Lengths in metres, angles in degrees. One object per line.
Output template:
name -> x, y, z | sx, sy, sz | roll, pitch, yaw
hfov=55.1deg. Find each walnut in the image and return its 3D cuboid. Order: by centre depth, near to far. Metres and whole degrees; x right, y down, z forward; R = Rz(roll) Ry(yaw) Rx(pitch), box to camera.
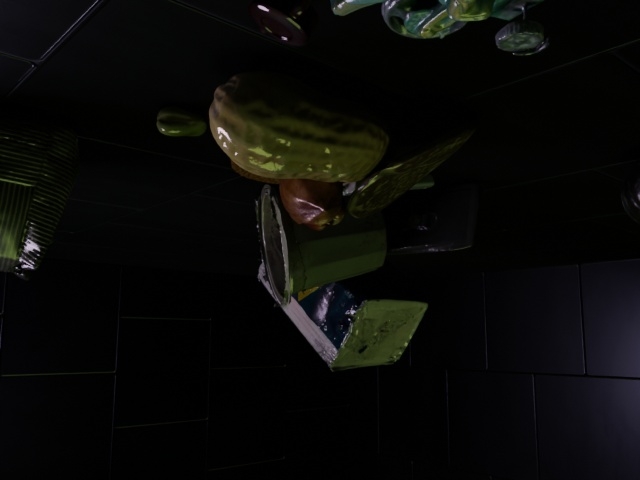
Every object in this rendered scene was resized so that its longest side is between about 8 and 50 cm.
walnut -> -0.011, -0.078, 0.991 | 0.115, 0.116, 0.207 | 2, -163, -13

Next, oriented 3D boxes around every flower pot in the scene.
flower pot -> 0.000, 0.000, 1.398 | 0.258, 0.291, 0.290 | -8, 174, -17

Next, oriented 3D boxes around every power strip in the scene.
power strip -> 0.127, -0.113, 1.249 | 0.252, 0.027, 0.060 | -7, 178, -33

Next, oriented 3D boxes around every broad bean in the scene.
broad bean -> -0.209, -0.178, 0.936 | 0.063, 0.045, 0.083 | -4, 178, 33

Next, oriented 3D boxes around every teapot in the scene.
teapot -> -0.035, -0.228, 0.613 | 0.067, 0.045, 0.100 | 33, 173, -29

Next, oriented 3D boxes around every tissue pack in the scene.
tissue pack -> 0.047, 0.132, 1.646 | 0.264, 0.253, 0.416 | 4, -149, -39

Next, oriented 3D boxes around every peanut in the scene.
peanut -> -0.012, -0.149, 0.849 | 0.305, 0.147, 0.147 | 4, 170, -34

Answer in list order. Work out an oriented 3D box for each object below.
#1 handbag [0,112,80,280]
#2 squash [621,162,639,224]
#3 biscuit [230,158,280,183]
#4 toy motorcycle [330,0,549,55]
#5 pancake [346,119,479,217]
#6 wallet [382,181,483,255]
handbag -> -0.549, -0.067, 1.034 | 0.247, 0.240, 0.340 | 10, 169, -26
squash -> 0.656, -0.091, 1.118 | 0.193, 0.156, 0.193 | -23, 166, -6
biscuit -> -0.038, -0.147, 1.136 | 0.261, 0.037, 0.262 | 0, 171, 0
toy motorcycle -> 0.122, -0.224, 0.442 | 0.198, 0.109, 0.296 | 8, 167, -30
pancake -> 0.142, -0.109, 0.985 | 0.250, 0.031, 0.250 | -34, 173, -5
wallet -> 0.242, -0.048, 1.386 | 0.245, 0.169, 0.052 | -7, 146, 38
